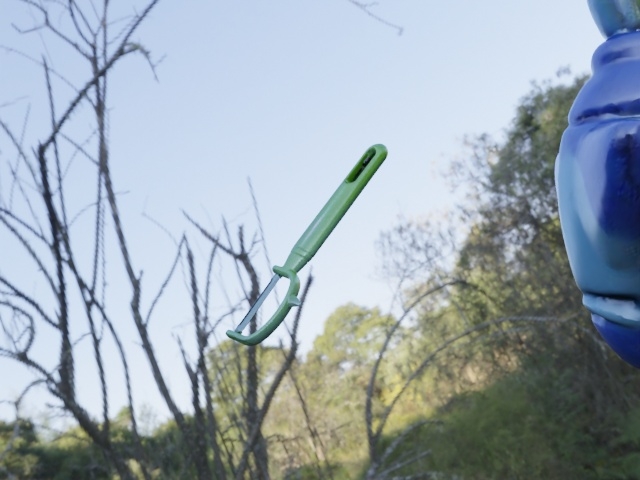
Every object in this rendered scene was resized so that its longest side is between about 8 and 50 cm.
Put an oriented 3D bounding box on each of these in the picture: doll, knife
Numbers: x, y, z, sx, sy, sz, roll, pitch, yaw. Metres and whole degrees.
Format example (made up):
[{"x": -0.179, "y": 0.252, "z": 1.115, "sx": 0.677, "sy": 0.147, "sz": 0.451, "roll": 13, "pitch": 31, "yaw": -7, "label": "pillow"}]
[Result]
[{"x": 0.306, "y": -0.027, "z": 0.535, "sx": 0.376, "sy": 0.365, "sz": 0.187, "roll": -57, "pitch": -5, "yaw": -23, "label": "doll"}, {"x": -0.001, "y": -0.001, "z": 0.598, "sx": 0.054, "sy": 0.015, "sz": 0.212, "roll": 13, "pitch": 61, "yaw": 52, "label": "knife"}]
